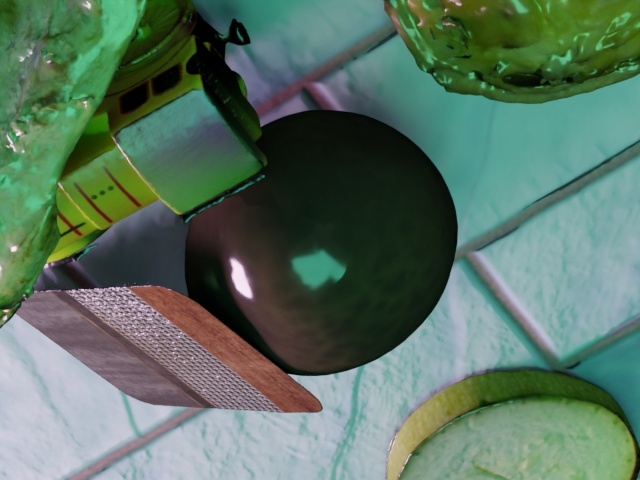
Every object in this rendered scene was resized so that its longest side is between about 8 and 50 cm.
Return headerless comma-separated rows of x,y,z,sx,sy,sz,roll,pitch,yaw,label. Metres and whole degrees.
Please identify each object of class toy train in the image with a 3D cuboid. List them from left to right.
-0.176,-0.053,1.156,0.296,0.160,0.100,-28,128,14,toy train

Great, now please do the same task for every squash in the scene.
0.163,0.199,1.460,0.219,0.041,0.219,-6,129,-8,squash

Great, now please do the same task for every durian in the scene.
-0.210,-0.103,1.037,0.198,0.163,0.394,21,113,1,durian

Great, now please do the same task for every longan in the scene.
0.000,0.000,1.198,0.198,0.198,0.212,-6,151,-3,longan

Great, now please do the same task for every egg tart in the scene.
0.170,-0.201,1.123,0.291,0.107,0.291,-4,126,-5,egg tart

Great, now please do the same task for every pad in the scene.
-0.082,0.147,1.282,0.250,0.055,0.323,-5,123,50,pad
